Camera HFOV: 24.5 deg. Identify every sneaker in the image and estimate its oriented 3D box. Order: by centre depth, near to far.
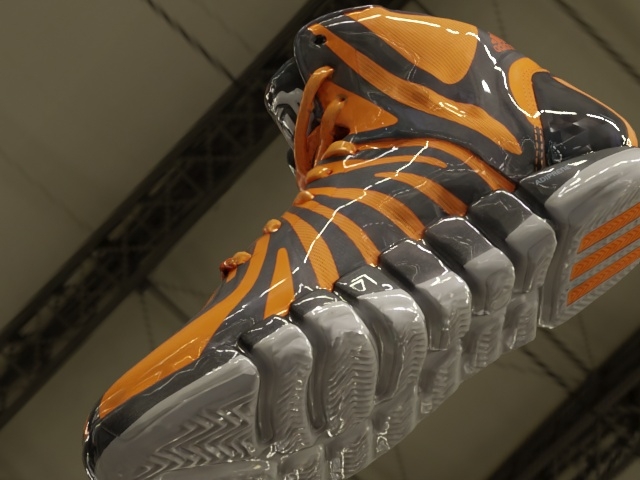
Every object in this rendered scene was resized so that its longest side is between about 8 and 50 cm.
[{"bbox_3d":[0.000,0.000,0.710,0.180,0.321,0.125,46,-31,29],"label":"sneaker"}]
